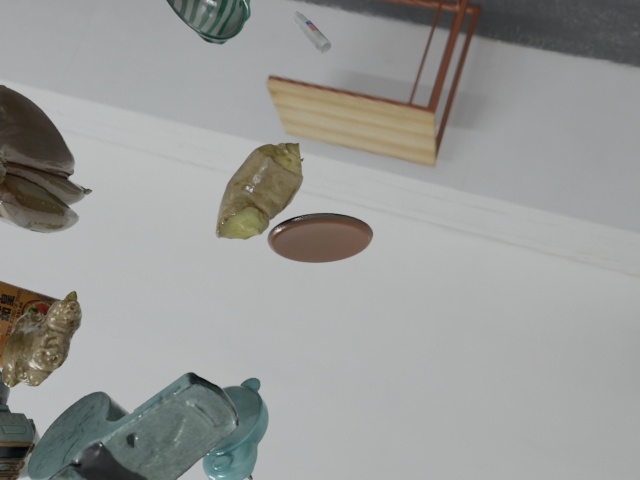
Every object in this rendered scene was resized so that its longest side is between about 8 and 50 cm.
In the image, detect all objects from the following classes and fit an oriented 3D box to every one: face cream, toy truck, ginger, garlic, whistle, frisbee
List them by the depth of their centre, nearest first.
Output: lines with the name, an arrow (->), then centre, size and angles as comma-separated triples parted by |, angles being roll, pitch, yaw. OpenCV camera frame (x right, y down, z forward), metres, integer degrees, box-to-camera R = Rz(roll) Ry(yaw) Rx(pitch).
ginger -> -0.459, 0.173, 1.152 | 0.213, 0.137, 0.074 | -22, 152, 34
whistle -> -0.336, 0.369, 1.208 | 0.404, 0.188, 0.168 | -23, 121, 30
garlic -> -0.554, -0.143, 1.254 | 0.132, 0.279, 0.325 | -15, 174, 8
toy truck -> -0.625, 0.321, 1.297 | 0.256, 0.140, 0.108 | 36, -171, 39
ginger -> -0.132, -0.103, 1.521 | 0.138, 0.267, 0.152 | 37, 167, -28
face cream -> -0.025, -0.485, 1.609 | 0.130, 0.034, 0.034 | 51, 173, 23
frisbee -> 0.000, 0.000, 1.638 | 0.250, 0.021, 0.251 | -3, 155, -1

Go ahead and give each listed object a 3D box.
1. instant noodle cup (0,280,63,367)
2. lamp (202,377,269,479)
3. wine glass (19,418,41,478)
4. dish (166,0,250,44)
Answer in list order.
instant noodle cup -> -0.695, 0.206, 1.617 | 0.172, 0.216, 0.216 | 14, 163, -22
lamp -> -0.235, 0.492, 1.792 | 0.209, 0.284, 0.147 | -21, 144, 15
wine glass -> -0.604, 0.522, 1.577 | 0.156, 0.156, 0.232 | -4, 142, 48
dish -> -0.201, -0.455, 1.194 | 0.246, 0.078, 0.224 | 27, 149, 16
